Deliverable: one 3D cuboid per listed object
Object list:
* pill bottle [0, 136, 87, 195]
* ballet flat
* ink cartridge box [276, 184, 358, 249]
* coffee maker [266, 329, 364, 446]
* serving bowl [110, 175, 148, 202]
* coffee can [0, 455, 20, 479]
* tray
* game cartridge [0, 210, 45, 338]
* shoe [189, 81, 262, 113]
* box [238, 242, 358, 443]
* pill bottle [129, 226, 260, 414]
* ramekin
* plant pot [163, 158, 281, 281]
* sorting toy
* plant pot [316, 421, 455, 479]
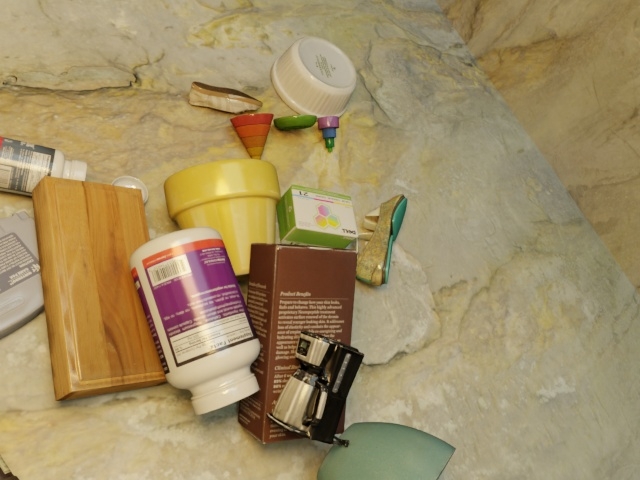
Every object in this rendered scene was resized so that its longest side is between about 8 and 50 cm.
[{"bbox_3d":[-0.581,-0.142,1.134,0.180,0.108,0.108,11,56,-29],"label":"pill bottle"},{"bbox_3d":[0.163,-0.018,1.557,0.123,0.123,0.348,33,47,-12],"label":"ballet flat"},{"bbox_3d":[0.000,0.000,1.436,0.189,0.097,0.255,8,56,-29],"label":"ink cartridge box"},{"bbox_3d":[0.004,0.274,1.039,0.171,0.120,0.178,36,74,-51],"label":"coffee maker"},{"bbox_3d":[-0.437,-0.105,1.260,0.083,0.027,0.083,17,53,-24],"label":"serving bowl"},{"bbox_3d":[-0.594,0.296,0.777,0.201,0.201,0.275,-32,82,-42],"label":"coffee can"},{"bbox_3d":[-0.419,0.082,1.071,0.203,0.076,0.411,5,63,-47],"label":"tray"},{"bbox_3d":[-0.614,0.084,1.005,0.196,0.060,0.294,47,47,6],"label":"game cartridge"},{"bbox_3d":[-0.264,-0.391,1.548,0.219,0.058,0.076,4,28,-36],"label":"shoe"},{"bbox_3d":[-0.049,0.199,1.137,0.191,0.143,0.381,5,91,-31],"label":"box"},{"bbox_3d":[-0.227,0.148,1.043,0.181,0.181,0.323,-15,80,-39],"label":"pill bottle"},{"bbox_3d":[-0.008,-0.517,1.745,0.273,0.127,0.273,17,53,-25],"label":"ramekin"},{"bbox_3d":[-0.203,-0.030,1.240,0.254,0.254,0.239,-6,82,-36],"label":"plant pot"},{"bbox_3d":[-0.087,-0.292,1.588,0.366,0.127,0.126,-9,96,-40],"label":"sorting toy"},{"bbox_3d":[0.109,0.478,1.105,0.195,0.290,0.290,32,43,23],"label":"plant pot"}]
